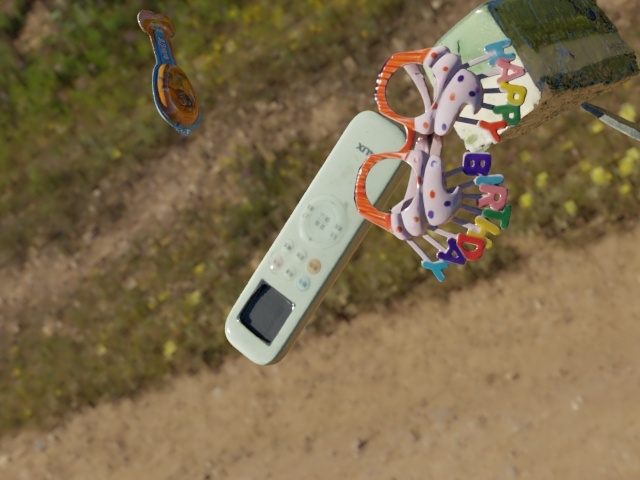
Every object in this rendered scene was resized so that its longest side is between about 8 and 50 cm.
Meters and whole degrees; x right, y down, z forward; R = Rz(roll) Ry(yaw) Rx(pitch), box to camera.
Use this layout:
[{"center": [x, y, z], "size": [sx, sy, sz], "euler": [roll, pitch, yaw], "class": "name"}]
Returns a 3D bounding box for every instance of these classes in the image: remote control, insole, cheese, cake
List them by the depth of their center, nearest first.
[{"center": [-0.120, -0.133, 1.203], "size": [0.017, 0.047, 0.111], "euler": [-30, 69, 35], "class": "cheese"}, {"center": [0.349, -0.095, 1.529], "size": [0.010, 0.192, 0.063], "euler": [-65, -18, 14], "class": "insole"}, {"center": [-0.001, -0.001, 1.695], "size": [0.090, 0.038, 0.309], "euler": [37, 97, 28], "class": "remote control"}, {"center": [0.304, -0.249, 1.972], "size": [0.283, 0.158, 0.172], "euler": [-24, -11, -17], "class": "cake"}]

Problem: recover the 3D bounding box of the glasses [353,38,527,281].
[{"center": [0.134, -0.087, 1.569], "size": [0.162, 0.255, 0.095], "euler": [12, 4, 25], "class": "glasses"}]
